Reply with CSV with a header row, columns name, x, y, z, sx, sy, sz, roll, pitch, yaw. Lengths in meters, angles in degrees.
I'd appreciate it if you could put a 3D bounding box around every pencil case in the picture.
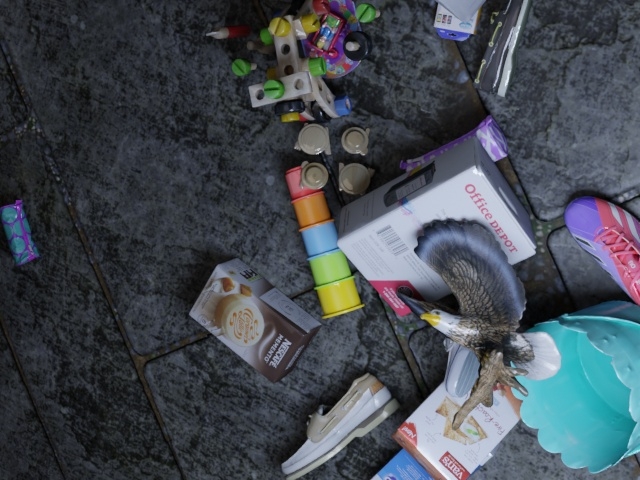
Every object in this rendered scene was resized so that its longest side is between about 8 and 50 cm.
name,x,y,z,sx,sy,sz,roll,pitch,yaw
pencil case,0.257,-0.160,1.729,0.206,0.086,0.088,-27,114,24
pencil case,-0.733,-0.018,2.194,0.070,0.064,0.152,-16,92,41

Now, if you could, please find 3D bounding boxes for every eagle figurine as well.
name,x,y,z,sx,sy,sz,roll,pitch,yaw
eagle figurine,0.257,0.135,1.572,0.226,0.298,0.225,-29,129,13

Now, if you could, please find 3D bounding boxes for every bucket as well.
name,x,y,z,sx,sy,sz,roll,pitch,yaw
bucket,0.493,0.246,1.585,0.281,0.183,0.281,33,133,44

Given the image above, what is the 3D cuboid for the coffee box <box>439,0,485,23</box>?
name,x,y,z,sx,sy,sz,roll,pitch,yaw
coffee box,0.196,-0.629,1.526,0.334,0.338,0.338,43,107,14

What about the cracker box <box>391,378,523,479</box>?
name,x,y,z,sx,sy,sz,roll,pitch,yaw
cracker box,0.273,0.348,1.740,0.155,0.067,0.232,44,68,11

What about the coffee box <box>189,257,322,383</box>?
name,x,y,z,sx,sy,sz,roll,pitch,yaw
coffee box,-0.141,0.171,1.949,0.246,0.098,0.141,36,111,14

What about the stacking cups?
name,x,y,z,sx,sy,sz,roll,pitch,yaw
stacking cups,0.000,0.000,1.875,0.096,0.096,0.316,-20,86,25

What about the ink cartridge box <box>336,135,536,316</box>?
name,x,y,z,sx,sy,sz,roll,pitch,yaw
ink cartridge box,0.217,-0.020,1.700,0.306,0.131,0.226,-28,118,23

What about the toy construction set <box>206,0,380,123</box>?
name,x,y,z,sx,sy,sz,roll,pitch,yaw
toy construction set,-0.086,-0.352,1.732,0.308,0.237,0.258,19,112,23

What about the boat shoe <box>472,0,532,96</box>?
name,x,y,z,sx,sy,sz,roll,pitch,yaw
boat shoe,0.339,-0.383,1.662,0.068,0.081,0.228,17,107,16

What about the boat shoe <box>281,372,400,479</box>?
name,x,y,z,sx,sy,sz,roll,pitch,yaw
boat shoe,0.025,0.396,1.913,0.302,0.113,0.103,-39,81,13

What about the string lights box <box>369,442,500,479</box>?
name,x,y,z,sx,sy,sz,roll,pitch,yaw
string lights box,0.227,0.461,1.848,0.133,0.076,0.260,46,113,11

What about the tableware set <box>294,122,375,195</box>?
name,x,y,z,sx,sy,sz,roll,pitch,yaw
tableware set,0.028,-0.165,1.825,0.168,0.020,0.141,5,86,5

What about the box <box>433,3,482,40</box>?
name,x,y,z,sx,sy,sz,roll,pitch,yaw
box,0.266,-0.451,1.713,0.081,0.028,0.136,16,107,20

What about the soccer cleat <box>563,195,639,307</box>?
name,x,y,z,sx,sy,sz,roll,pitch,yaw
soccer cleat,0.562,0.042,1.613,0.318,0.116,0.108,48,113,10

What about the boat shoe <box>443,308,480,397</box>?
name,x,y,z,sx,sy,sz,roll,pitch,yaw
boat shoe,0.279,0.199,1.744,0.075,0.226,0.083,8,146,37

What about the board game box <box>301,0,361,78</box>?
name,x,y,z,sx,sy,sz,roll,pitch,yaw
board game box,0.015,-0.414,1.824,0.133,0.033,0.169,-13,93,25
